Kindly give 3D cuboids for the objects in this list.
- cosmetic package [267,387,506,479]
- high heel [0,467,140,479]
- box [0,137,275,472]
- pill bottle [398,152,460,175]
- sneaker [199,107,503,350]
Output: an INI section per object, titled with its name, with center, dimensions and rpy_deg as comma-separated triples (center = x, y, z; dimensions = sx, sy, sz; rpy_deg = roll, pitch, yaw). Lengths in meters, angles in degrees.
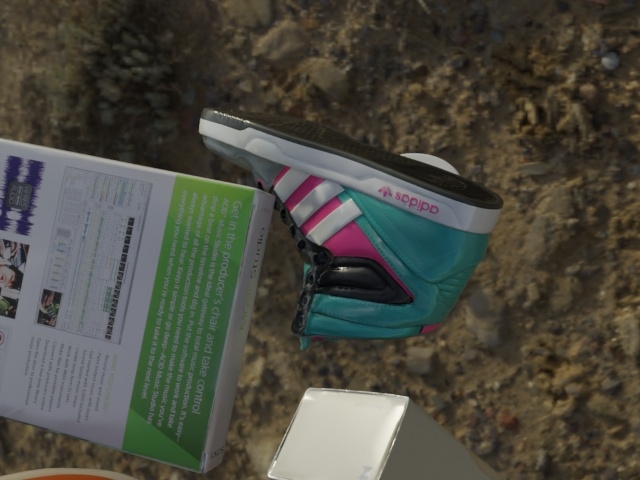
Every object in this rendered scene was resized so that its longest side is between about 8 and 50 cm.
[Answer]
[cosmetic package]
center = 0.110, 0.287, 1.058
dimensions = 0.160, 0.309, 0.113
rpy_deg = -3, 52, 47
[high heel]
center = -0.110, 0.281, 0.702
dimensions = 0.181, 0.377, 0.127
rpy_deg = -69, 21, 13
[box]
center = -0.213, 0.042, 0.819
dimensions = 0.322, 0.058, 0.232
rpy_deg = 12, 91, 16
[pill bottle]
center = 0.120, -0.003, 1.284
dimensions = 0.119, 0.119, 0.208
rpy_deg = 43, 149, 31
[sneaker]
center = 0.000, 0.000, 0.827
dimensions = 0.296, 0.124, 0.178
rpy_deg = 25, 108, 33
